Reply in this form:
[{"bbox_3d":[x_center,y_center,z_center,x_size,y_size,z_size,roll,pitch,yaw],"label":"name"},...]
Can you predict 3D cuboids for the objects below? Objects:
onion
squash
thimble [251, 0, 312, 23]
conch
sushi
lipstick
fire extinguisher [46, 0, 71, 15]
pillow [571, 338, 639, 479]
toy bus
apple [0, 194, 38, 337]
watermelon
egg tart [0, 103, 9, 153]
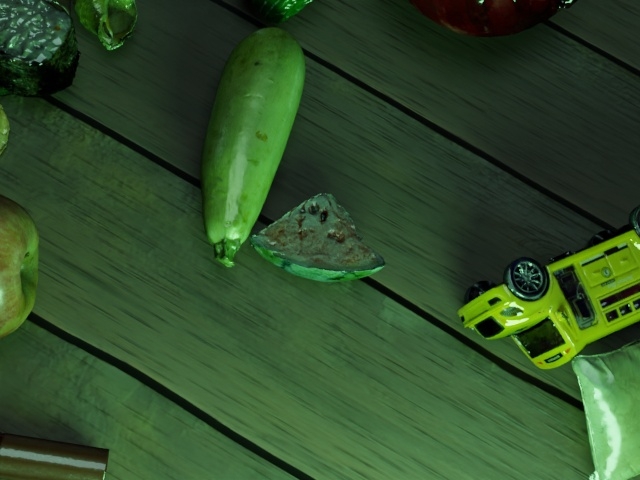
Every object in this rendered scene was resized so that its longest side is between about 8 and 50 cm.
[{"bbox_3d":[0.242,-0.474,1.843,0.341,0.341,0.341,5,63,-10],"label":"onion"},{"bbox_3d":[-0.105,-0.135,1.704,0.118,0.118,0.371,17,65,-5],"label":"squash"},{"bbox_3d":[-0.049,-0.387,1.836,0.130,0.118,0.090,-40,90,-7],"label":"thimble"},{"bbox_3d":[-0.303,-0.327,1.771,0.089,0.074,0.121,-21,66,-10],"label":"conch"},{"bbox_3d":[-0.435,-0.279,1.688,0.225,0.127,0.124,25,62,9],"label":"sushi"},{"bbox_3d":[-0.431,0.247,1.470,0.356,0.057,0.057,11,62,-7],"label":"lipstick"},{"bbox_3d":[-0.412,-0.417,1.797,0.099,0.071,0.231,-9,64,3],"label":"fire extinguisher"},{"bbox_3d":[0.470,0.205,1.666,0.302,0.075,0.185,-16,97,-23],"label":"pillow"},{"bbox_3d":[0.358,0.071,1.688,0.331,0.145,0.151,-21,81,-24],"label":"toy bus"},{"bbox_3d":[-0.436,0.030,1.505,0.174,0.188,0.188,8,62,3],"label":"apple"},{"bbox_3d":[0.000,0.000,1.689,0.187,0.071,0.139,13,55,3],"label":"watermelon"},{"bbox_3d":[-0.479,-0.157,1.663,0.128,0.049,0.129,6,63,-12],"label":"egg tart"}]
